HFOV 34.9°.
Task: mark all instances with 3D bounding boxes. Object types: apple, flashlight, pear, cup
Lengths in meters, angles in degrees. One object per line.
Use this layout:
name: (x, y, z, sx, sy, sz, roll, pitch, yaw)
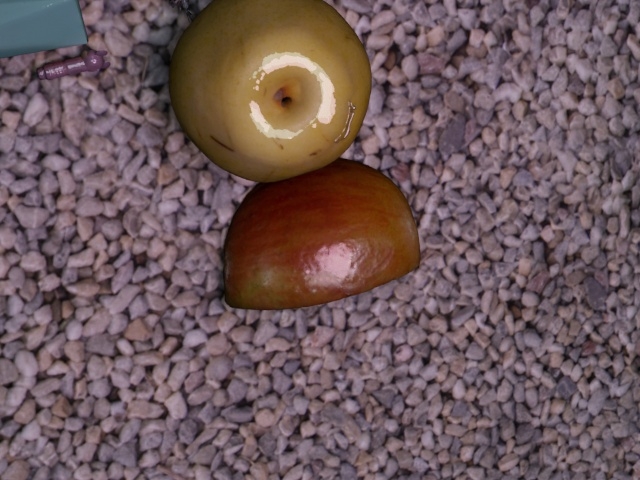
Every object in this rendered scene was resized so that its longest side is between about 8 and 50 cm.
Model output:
apple: (0.000, 0.000, 1.679, 0.346, 0.254, 0.179, -17, 147, -14)
flashlight: (-0.376, -0.268, 1.543, 0.110, 0.052, 0.031, -15, 70, -9)
pear: (-0.072, -0.232, 1.517, 0.309, 0.309, 0.309, -4, 103, -18)
cup: (-0.461, -0.319, 1.449, 0.235, 0.148, 0.134, -17, 103, -10)

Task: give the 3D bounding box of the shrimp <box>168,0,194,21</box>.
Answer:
shrimp: (-0.238, -0.400, 1.548, 0.065, 0.056, 0.165, -34, 101, -25)
